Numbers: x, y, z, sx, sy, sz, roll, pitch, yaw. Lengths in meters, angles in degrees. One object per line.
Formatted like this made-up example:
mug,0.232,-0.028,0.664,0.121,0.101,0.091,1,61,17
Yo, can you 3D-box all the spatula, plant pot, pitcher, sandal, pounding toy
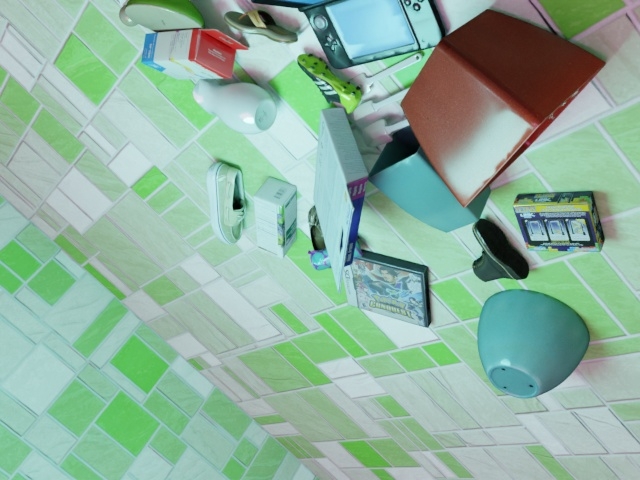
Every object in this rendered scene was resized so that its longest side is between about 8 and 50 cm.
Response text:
spatula,0.158,-0.310,1.507,0.242,0.019,0.168,-14,102,46
plant pot,0.264,-0.140,1.529,0.234,0.165,0.165,44,143,-17
plant pot,0.316,-0.272,1.273,0.236,0.267,0.267,45,145,9
pitcher,-0.204,-0.331,1.730,0.207,0.125,0.177,23,165,33
sandal,-0.130,-0.491,1.519,0.180,0.072,0.049,23,127,14
plant pot,0.536,0.298,1.782,0.290,0.195,0.290,22,143,18
pounding toy,-0.364,-0.560,1.590,0.183,0.110,0.237,13,177,-30

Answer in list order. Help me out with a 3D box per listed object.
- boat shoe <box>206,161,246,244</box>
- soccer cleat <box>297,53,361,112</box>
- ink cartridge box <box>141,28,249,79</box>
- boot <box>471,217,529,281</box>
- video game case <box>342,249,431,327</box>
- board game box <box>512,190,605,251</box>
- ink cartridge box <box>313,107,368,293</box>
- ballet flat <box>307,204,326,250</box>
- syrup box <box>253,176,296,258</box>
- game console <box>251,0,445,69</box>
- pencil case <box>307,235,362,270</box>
boat shoe,-0.276,-0.099,2.050,0.094,0.109,0.302,16,137,22
soccer cleat,0.013,-0.359,1.547,0.179,0.060,0.072,38,142,6
ink cartridge box,-0.304,-0.450,1.638,0.231,0.077,0.134,7,177,33
boot,0.409,0.037,1.692,0.198,0.077,0.137,49,147,-17
video game case,0.191,0.138,2.009,0.275,0.035,0.248,15,140,26
board game box,0.536,-0.041,1.519,0.170,0.048,0.141,1,130,38
ink cartridge box,0.052,-0.095,1.640,0.072,0.330,0.324,-8,142,-11
ballet flat,0.000,0.000,1.982,0.084,0.058,0.249,17,141,23
syrup box,-0.130,-0.063,1.983,0.096,0.093,0.236,22,142,17
game console,0.057,-0.438,1.337,0.293,0.173,0.250,-2,131,40
pencil case,0.044,0.036,1.935,0.152,0.064,0.070,-21,118,22
